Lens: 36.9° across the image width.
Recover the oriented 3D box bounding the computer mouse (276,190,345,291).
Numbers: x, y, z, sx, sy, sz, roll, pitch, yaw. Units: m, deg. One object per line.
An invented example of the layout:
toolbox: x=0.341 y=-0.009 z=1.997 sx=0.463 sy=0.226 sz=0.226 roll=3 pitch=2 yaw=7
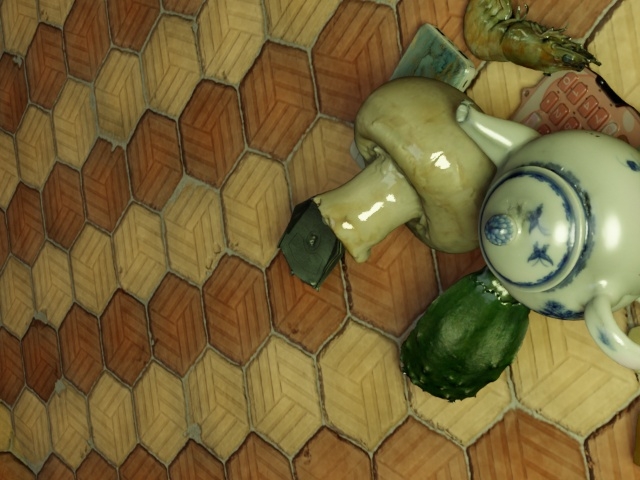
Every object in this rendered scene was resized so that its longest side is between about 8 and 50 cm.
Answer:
computer mouse: x=0.000 y=-0.002 z=1.807 sx=0.126 sy=0.071 sz=0.231 roll=45 pitch=135 yaw=18

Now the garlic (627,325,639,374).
garlic: x=0.456 y=0.161 z=1.351 sx=0.053 sy=0.041 sz=0.083 roll=-47 pitch=52 yaw=32

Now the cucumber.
cucumber: x=0.221 y=0.148 z=1.479 sx=0.145 sy=0.105 sz=0.325 roll=62 pitch=152 yaw=22

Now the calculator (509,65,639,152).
calculator: x=0.391 y=-0.110 z=1.402 sx=0.220 sy=0.048 sz=0.329 roll=-53 pitch=54 yaw=36

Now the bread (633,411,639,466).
bread: x=0.530 y=0.290 z=1.272 sx=0.226 sy=0.049 sz=0.088 roll=15 pitch=103 yaw=45

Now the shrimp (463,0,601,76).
shrimp: x=0.322 y=-0.339 z=1.443 sx=0.296 sy=0.058 sz=0.169 roll=31 pitch=111 yaw=51

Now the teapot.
teapot: x=0.312 y=-0.017 z=1.247 sx=0.252 sy=0.280 sz=0.423 roll=-49 pitch=58 yaw=38

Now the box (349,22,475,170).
box: x=0.152 y=-0.220 z=1.650 sx=0.142 sy=0.044 sz=0.285 roll=55 pitch=128 yaw=35

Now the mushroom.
mushroom: x=0.137 y=-0.090 z=1.469 sx=0.290 sy=0.297 sz=0.297 roll=-37 pitch=56 yaw=-8
